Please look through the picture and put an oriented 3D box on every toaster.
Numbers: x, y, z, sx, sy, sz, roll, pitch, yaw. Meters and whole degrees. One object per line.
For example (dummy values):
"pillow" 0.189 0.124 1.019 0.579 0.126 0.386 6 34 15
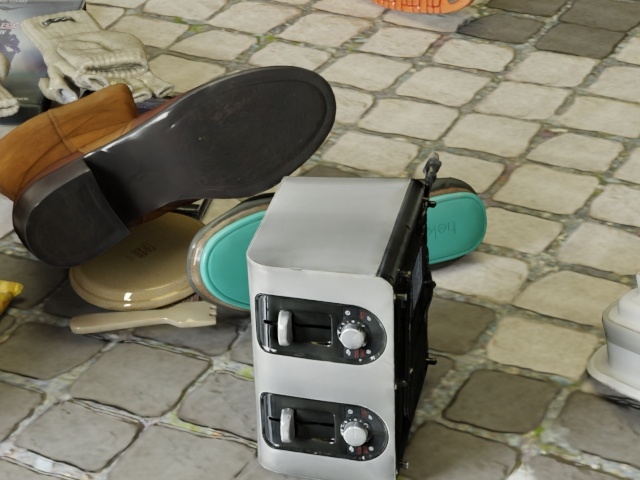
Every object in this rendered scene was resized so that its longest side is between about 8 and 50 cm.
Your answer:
"toaster" 0.018 0.051 1.317 0.110 0.168 0.185 5 29 11

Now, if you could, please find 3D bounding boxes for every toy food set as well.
"toy food set" -0.132 0.023 1.519 0.132 0.038 0.192 -5 36 4

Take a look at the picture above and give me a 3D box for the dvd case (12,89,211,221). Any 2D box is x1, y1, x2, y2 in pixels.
"dvd case" -0.162 -0.078 1.714 0.164 0.018 0.221 5 29 9

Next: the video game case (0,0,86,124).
"video game case" -0.349 -0.183 1.905 0.196 0.026 0.274 1 29 2

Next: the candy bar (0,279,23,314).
"candy bar" -0.272 0.071 1.440 0.040 0.018 0.161 7 28 13

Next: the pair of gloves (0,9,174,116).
"pair of gloves" -0.280 -0.154 1.784 0.240 0.042 0.204 -16 29 -30

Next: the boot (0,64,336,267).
"boot" -0.135 -0.079 1.539 0.264 0.096 0.280 -34 19 -4

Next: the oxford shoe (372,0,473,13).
"oxford shoe" 0.083 -0.342 2.096 0.133 0.130 0.364 -10 30 -33

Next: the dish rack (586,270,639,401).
"dish rack" 0.377 0.038 1.346 0.333 0.072 0.285 -18 17 -21

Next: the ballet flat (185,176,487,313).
"ballet flat" 0.000 0.000 1.507 0.280 0.095 0.096 -7 18 -34
